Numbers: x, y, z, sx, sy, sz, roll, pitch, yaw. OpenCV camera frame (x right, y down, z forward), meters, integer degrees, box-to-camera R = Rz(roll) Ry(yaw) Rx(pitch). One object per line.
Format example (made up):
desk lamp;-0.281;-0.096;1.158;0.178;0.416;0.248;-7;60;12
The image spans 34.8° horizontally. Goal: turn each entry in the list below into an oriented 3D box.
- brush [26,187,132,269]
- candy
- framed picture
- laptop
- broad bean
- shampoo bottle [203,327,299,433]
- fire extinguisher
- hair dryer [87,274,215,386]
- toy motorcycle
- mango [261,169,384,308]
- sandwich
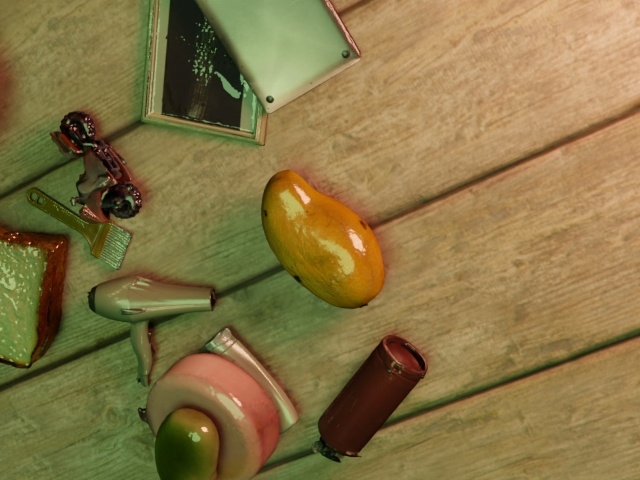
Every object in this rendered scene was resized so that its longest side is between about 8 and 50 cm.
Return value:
brush;-0.443;-0.032;1.853;0.218;0.010;0.082;30;113;7
candy;-0.198;0.317;1.814;0.255;0.094;0.255;15;124;24
framed picture;-0.185;-0.315;1.686;0.231;0.018;0.293;12;110;13
laptop;-0.079;-0.357;1.623;0.188;0.015;0.269;-29;102;17
broad bean;-0.227;0.365;1.752;0.124;0.082;0.174;16;114;25
shampoo bottle;-0.124;0.252;1.824;0.212;0.049;0.072;48;126;-1
fire extinguisher;0.075;0.290;1.758;0.105;0.105;0.269;36;112;3
hair dryer;-0.278;0.149;1.835;0.219;0.088;0.225;-18;114;17
toy motorcycle;-0.401;-0.117;1.777;0.118;0.084;0.212;-34;87;24
mango;0.003;-0.001;1.682;0.157;0.109;0.262;-38;88;32
sandwich;-0.623;0.083;1.895;0.301;0.099;0.271;17;115;8
